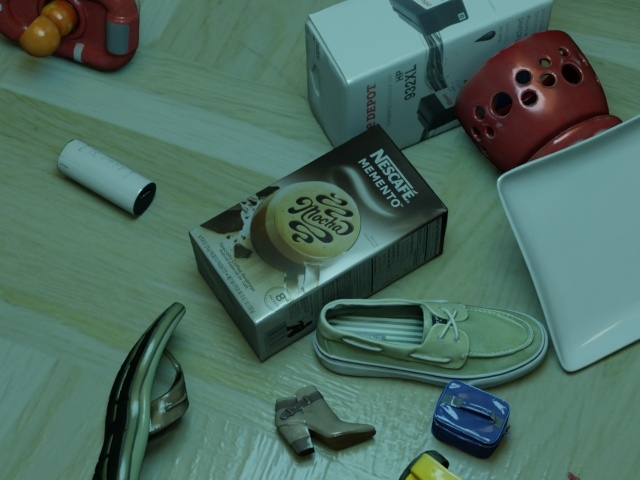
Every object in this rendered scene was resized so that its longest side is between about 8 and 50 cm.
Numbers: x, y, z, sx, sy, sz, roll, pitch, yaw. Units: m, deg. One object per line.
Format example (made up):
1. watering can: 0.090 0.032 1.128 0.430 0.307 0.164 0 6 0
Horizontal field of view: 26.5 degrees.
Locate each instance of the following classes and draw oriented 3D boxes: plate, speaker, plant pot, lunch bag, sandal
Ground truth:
1. plate: 0.383 -0.008 1.755 0.277 0.045 0.278 -24 102 -12
2. speaker: -0.295 -0.088 1.878 0.136 0.055 0.055 29 66 16
3. plant pot: 0.302 -0.161 1.826 0.191 0.191 0.174 -26 65 -12
4. lunch bag: 0.190 0.223 1.688 0.098 0.065 0.067 21 64 13
5. sandal: -0.214 0.221 1.690 0.086 0.120 0.303 20 62 -19

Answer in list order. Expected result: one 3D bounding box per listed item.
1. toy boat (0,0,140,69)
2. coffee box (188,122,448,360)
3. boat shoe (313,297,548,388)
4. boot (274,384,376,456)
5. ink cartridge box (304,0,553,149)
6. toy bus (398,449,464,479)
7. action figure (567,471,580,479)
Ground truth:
1. toy boat: -0.380 -0.314 1.938 0.231 0.151 0.151 19 41 13
2. coffee box: 0.000 0.000 1.785 0.297 0.119 0.168 -31 64 -14
3. boat shoe: 0.141 0.126 1.726 0.302 0.094 0.109 -1 61 1
4. boot: 0.002 0.222 1.711 0.118 0.042 0.087 -11 53 -13
5. ink cartridge box: 0.145 -0.252 1.861 0.307 0.223 0.129 -23 64 -11
6. toy bus: 0.109 0.367 1.532 0.211 0.220 0.149 -40 64 -12
7. action figure: 0.363 0.414 1.476 0.275 0.248 0.370 -18 65 -9
